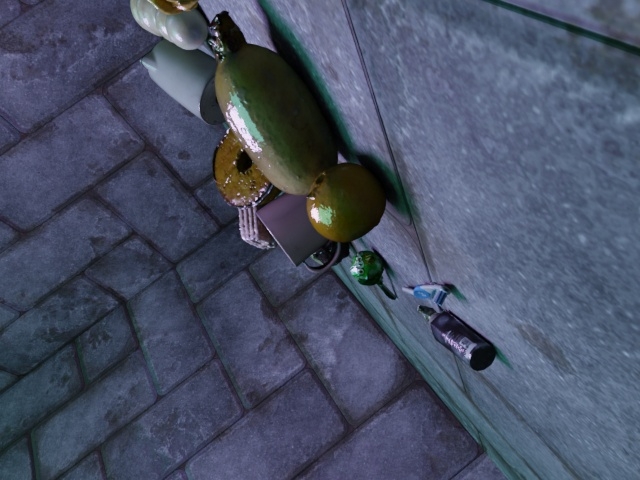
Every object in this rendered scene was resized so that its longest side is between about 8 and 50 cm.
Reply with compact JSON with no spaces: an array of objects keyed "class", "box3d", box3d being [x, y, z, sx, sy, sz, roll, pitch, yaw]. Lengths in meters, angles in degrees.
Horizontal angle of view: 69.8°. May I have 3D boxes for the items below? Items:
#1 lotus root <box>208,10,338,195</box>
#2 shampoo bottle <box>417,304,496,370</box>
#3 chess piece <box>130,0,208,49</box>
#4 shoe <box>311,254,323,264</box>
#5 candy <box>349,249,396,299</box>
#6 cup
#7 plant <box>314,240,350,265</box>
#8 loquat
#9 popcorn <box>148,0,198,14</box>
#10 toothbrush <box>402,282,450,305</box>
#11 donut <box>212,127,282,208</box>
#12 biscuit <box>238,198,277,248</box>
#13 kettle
[{"class":"lotus root","box3d":[-0.088,-0.219,0.793,0.343,0.151,0.169,53,176,-37]},{"class":"shampoo bottle","box3d":[0.265,0.186,0.930,0.063,0.057,0.207,54,175,-22]},{"class":"chess piece","box3d":[-0.385,-0.587,1.214,0.251,0.144,0.144,42,170,34]},{"class":"shoe","box3d":[-0.001,-0.006,1.750,0.262,0.140,0.128,50,-171,-48]},{"class":"candy","box3d":[0.172,0.120,1.348,0.097,0.097,0.323,50,-178,35]},{"class":"cup","box3d":[-0.030,-0.035,1.307,0.253,0.200,0.191,55,175,-11]},{"class":"plant","box3d":[0.008,-0.009,1.565,0.203,0.131,0.142,44,-176,-42]},{"class":"loquat","box3d":[0.041,-0.064,0.777,0.141,0.141,0.141,52,175,6]},{"class":"popcorn","box3d":[-0.263,-0.479,0.735,0.194,0.140,0.163,63,-176,0]},{"class":"toothbrush","box3d":[0.221,0.108,0.990,0.040,0.040,0.386,52,179,4]},{"class":"donut","box3d":[-0.181,-0.222,1.291,0.107,0.272,0.272,-8,-128,-51]},{"class":"biscuit","box3d":[-0.207,-0.185,1.465,0.144,0.078,0.426,31,-131,-64]},{"class":"kettle","box3d":[-0.349,-0.466,1.331,0.255,0.165,0.240,35,-148,21]}]
